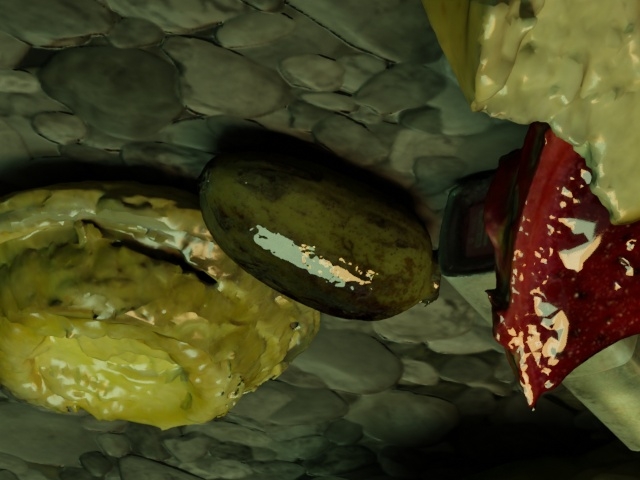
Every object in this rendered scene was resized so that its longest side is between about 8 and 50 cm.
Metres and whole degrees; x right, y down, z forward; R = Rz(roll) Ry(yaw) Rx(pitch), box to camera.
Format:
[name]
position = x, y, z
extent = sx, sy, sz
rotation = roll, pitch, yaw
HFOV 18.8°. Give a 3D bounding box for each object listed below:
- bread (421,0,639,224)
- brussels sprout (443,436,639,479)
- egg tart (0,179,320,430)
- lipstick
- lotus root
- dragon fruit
[bread]
position = 0.154, -0.161, 0.824
extent = 0.184, 0.224, 0.211
rotation = 27, 135, -34
[brussels sprout]
position = 0.201, 0.294, 1.453
extent = 0.371, 0.276, 0.315
rotation = -23, 122, 30
[egg tart]
position = -0.138, 0.058, 1.330
extent = 0.279, 0.095, 0.279
rotation = 6, 146, 4
[lipstick]
position = 0.171, 0.054, 1.255
extent = 0.077, 0.079, 0.253
rotation = -13, 140, 31
[lotus root]
position = 0.000, 0.000, 1.216
extent = 0.179, 0.080, 0.089
rotation = 23, 143, -21
[dragon fruit]
position = 0.175, -0.067, 1.043
extent = 0.262, 0.134, 0.211
rotation = -26, 122, -5
